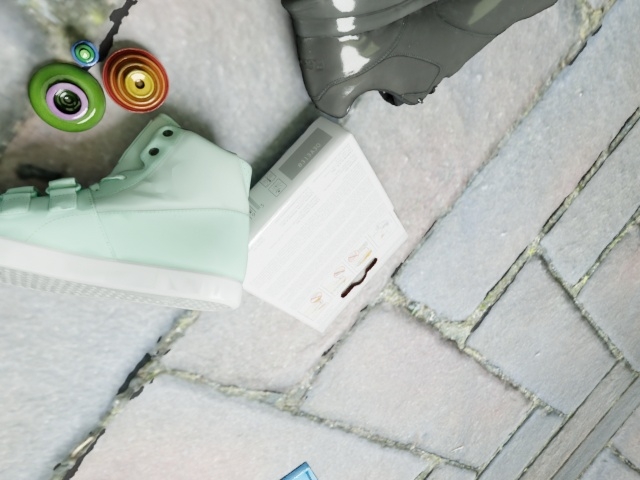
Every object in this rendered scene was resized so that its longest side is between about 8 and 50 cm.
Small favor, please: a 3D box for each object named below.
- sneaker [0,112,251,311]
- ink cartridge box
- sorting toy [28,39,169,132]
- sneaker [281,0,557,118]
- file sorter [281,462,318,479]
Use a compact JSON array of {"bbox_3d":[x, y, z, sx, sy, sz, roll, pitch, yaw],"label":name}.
[{"bbox_3d":[-0.181,-0.035,0.326,0.256,0.094,0.151,11,69,-12],"label":"sneaker"},{"bbox_3d":[0.000,0.000,0.463,0.181,0.056,0.224,-47,145,-1],"label":"ink cartridge box"},{"bbox_3d":[-0.166,-0.117,0.303,0.102,0.042,0.061,-25,123,-16],"label":"sorting toy"},{"bbox_3d":[0.103,-0.203,0.389,0.286,0.109,0.130,-18,131,-13],"label":"sneaker"},{"bbox_3d":[-0.054,0.457,0.612,0.170,0.104,0.118,-30,125,-14],"label":"file sorter"}]
